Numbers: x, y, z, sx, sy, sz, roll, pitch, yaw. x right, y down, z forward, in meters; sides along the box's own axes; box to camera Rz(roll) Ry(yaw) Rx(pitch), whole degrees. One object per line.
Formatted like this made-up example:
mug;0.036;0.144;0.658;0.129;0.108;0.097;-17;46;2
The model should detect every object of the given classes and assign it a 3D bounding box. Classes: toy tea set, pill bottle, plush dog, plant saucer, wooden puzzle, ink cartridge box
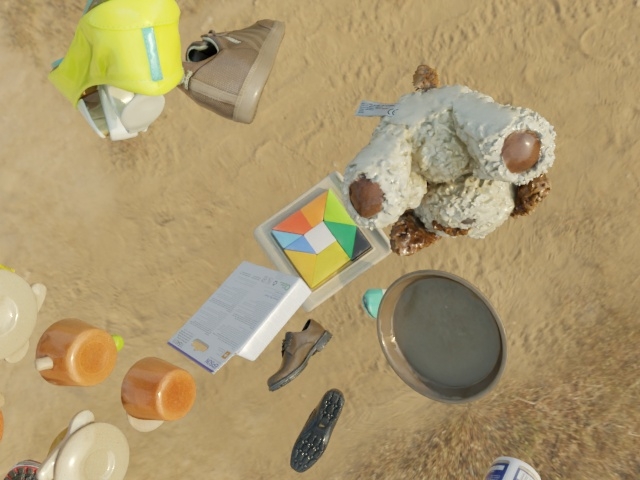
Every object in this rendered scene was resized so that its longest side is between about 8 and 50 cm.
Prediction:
toy tea set;-0.291;0.164;0.714;0.124;0.336;0.200;1;64;39
pill bottle;0.319;0.476;1.199;0.094;0.094;0.169;29;48;17
plush dog;0.173;-0.089;0.897;0.262;0.225;0.211;-17;43;16
plant saucer;0.237;0.185;1.328;0.278;0.041;0.278;13;113;33
wooden puzzle;0.000;0.000;1.453;0.238;0.044;0.221;-37;77;6
ink cartridge box;-0.152;0.142;1.235;0.224;0.045;0.223;-47;29;-18

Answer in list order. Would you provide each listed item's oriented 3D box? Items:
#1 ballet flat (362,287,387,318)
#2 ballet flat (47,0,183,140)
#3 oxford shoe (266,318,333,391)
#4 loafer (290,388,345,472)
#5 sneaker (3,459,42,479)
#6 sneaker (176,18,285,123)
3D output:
ballet flat;0.172;0.157;1.730;0.087;0.247;0.083;-18;76;12
ballet flat;-0.145;-0.112;0.483;0.077;0.231;0.077;-20;99;-24
oxford shoe;-0.071;0.281;1.684;0.096;0.083;0.227;46;50;-2
loafer;-0.004;0.473;1.694;0.076;0.078;0.223;28;88;7
sneaker;-0.429;0.444;1.153;0.225;0.093;0.088;45;80;-14
sneaker;-0.074;-0.159;0.578;0.071;0.188;0.066;20;116;-10
